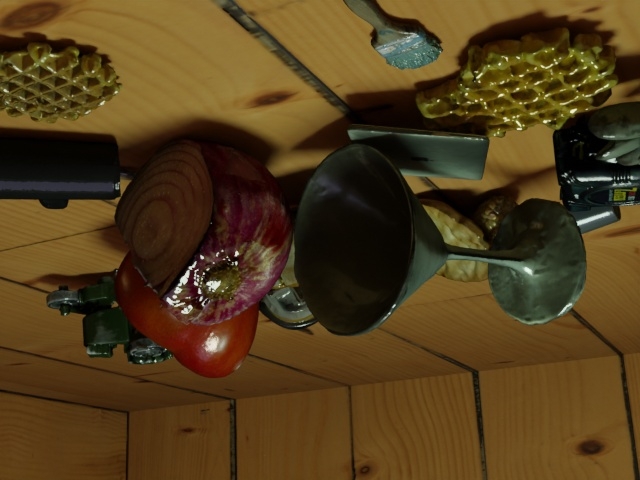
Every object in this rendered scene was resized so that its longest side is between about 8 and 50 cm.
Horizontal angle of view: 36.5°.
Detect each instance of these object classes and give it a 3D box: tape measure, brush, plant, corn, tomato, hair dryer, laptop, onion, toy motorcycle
[{"bbox_3d":[0.438,-0.111,1.422,0.186,0.112,0.199,0,169,16],"label":"tape measure"},{"bbox_3d":[0.072,-0.244,1.108,0.070,0.021,0.196,-12,158,29],"label":"brush"},{"bbox_3d":[0.471,-0.166,1.202,0.275,0.149,0.146,-16,142,29],"label":"plant"},{"bbox_3d":[0.291,-0.006,1.764,0.101,0.101,0.291,1,158,-10],"label":"corn"},{"bbox_3d":[-0.226,0.098,1.764,0.299,0.226,0.298,39,179,1],"label":"tomato"},{"bbox_3d":[-0.402,-0.090,1.460,0.197,0.089,0.251,0,171,-13],"label":"hair dryer"},{"bbox_3d":[0.143,-0.123,1.393,0.188,0.015,0.269,6,173,8],"label":"laptop"},{"bbox_3d":[-0.155,-0.009,1.440,0.256,0.272,0.230,-30,142,31],"label":"onion"},{"bbox_3d":[-0.428,0.169,2.042,0.275,0.205,0.127,-9,163,3],"label":"toy motorcycle"}]

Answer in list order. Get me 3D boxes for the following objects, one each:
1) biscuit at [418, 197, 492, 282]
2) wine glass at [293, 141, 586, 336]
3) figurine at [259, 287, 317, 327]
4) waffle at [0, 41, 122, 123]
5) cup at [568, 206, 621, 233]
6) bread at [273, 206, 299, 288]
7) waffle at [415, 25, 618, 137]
[{"bbox_3d":[0.213,0.003,1.733,0.203,0.041,0.260,37,159,-8],"label":"biscuit"},{"bbox_3d":[0.188,0.019,1.439,0.406,0.267,0.267,8,160,-38],"label":"wine glass"},{"bbox_3d":[-0.056,0.098,1.955,0.308,0.143,0.308,30,160,12],"label":"figurine"},{"bbox_3d":[-0.339,-0.191,1.188,0.191,0.038,0.191,-1,162,0],"label":"waffle"},{"bbox_3d":[0.456,-0.064,1.644,0.077,0.078,0.100,-18,126,27],"label":"cup"},{"bbox_3d":[-0.001,0.001,1.599,0.210,0.109,0.192,-13,-165,27],"label":"bread"},{"bbox_3d":[0.244,-0.194,1.224,0.249,0.056,0.253,-4,164,6],"label":"waffle"}]
